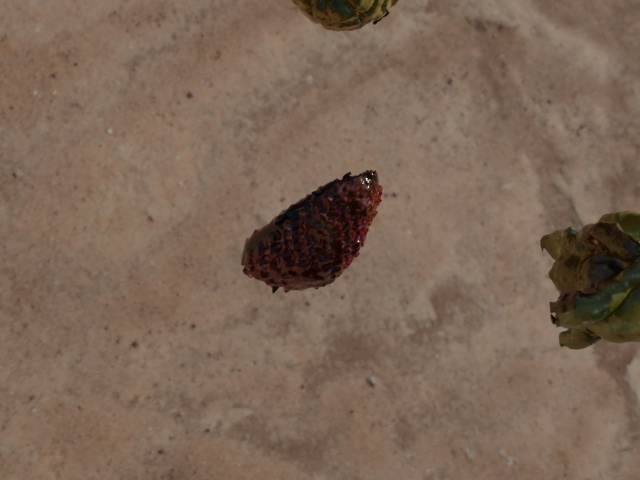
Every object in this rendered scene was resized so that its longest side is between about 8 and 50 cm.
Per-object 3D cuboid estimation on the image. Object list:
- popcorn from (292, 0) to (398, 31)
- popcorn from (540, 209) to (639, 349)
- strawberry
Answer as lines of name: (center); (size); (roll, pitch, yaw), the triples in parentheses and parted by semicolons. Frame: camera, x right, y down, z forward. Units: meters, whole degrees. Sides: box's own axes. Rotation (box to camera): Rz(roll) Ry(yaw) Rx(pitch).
popcorn: (0.034, -0.485, 1.572); (0.250, 0.250, 0.190); (54, 8, -6)
popcorn: (0.604, 0.098, 1.872); (0.290, 0.325, 0.321); (14, 23, 1)
strawberry: (0.000, 0.000, 1.635); (0.234, 0.306, 0.137); (-12, 71, -35)
